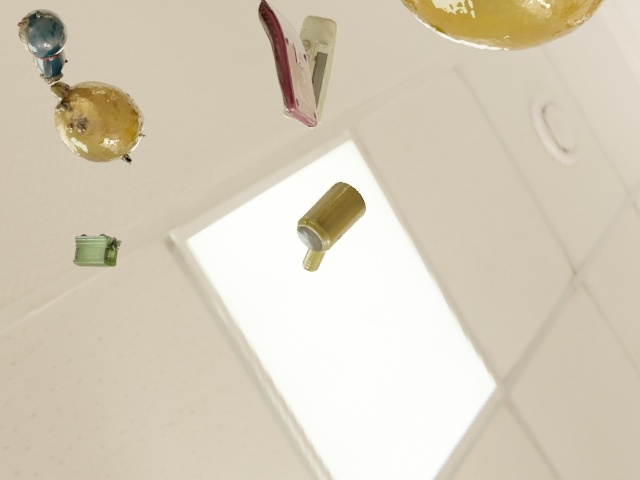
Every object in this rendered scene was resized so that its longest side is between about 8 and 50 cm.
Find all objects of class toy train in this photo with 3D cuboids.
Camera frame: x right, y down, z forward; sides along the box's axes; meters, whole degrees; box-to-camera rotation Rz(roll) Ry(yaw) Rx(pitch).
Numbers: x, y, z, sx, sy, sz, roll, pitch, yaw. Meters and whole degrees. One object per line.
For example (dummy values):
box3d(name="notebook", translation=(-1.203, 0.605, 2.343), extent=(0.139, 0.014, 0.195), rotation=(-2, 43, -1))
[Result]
box3d(name="toy train", translation=(-0.389, 0.018, 1.763), extent=(0.038, 0.093, 0.056), rotation=(23, -109, -55))

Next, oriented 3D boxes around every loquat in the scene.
box3d(name="loquat", translation=(-0.428, -0.230, 1.926), extent=(0.204, 0.172, 0.149), rotation=(37, -102, -32))
box3d(name="loquat", translation=(0.254, -0.408, 1.334), extent=(0.359, 0.328, 0.329), rotation=(-2, -112, -56))

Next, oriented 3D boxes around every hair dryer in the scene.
box3d(name="hair dryer", translation=(0.000, 0.000, 2.132), extent=(0.090, 0.279, 0.135), rotation=(38, -120, 8))

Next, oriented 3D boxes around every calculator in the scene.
box3d(name="calculator", translation=(-0.044, -0.274, 1.583), extent=(0.126, 0.034, 0.191), rotation=(21, -128, -71))

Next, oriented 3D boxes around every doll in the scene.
box3d(name="doll", translation=(-0.502, -0.361, 1.853), extent=(0.085, 0.152, 0.114), rotation=(-3, -123, -5))

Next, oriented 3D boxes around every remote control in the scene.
box3d(name="remote control", translation=(-0.018, -0.373, 2.217), extent=(0.049, 0.090, 0.230), rotation=(-28, -49, -79))
